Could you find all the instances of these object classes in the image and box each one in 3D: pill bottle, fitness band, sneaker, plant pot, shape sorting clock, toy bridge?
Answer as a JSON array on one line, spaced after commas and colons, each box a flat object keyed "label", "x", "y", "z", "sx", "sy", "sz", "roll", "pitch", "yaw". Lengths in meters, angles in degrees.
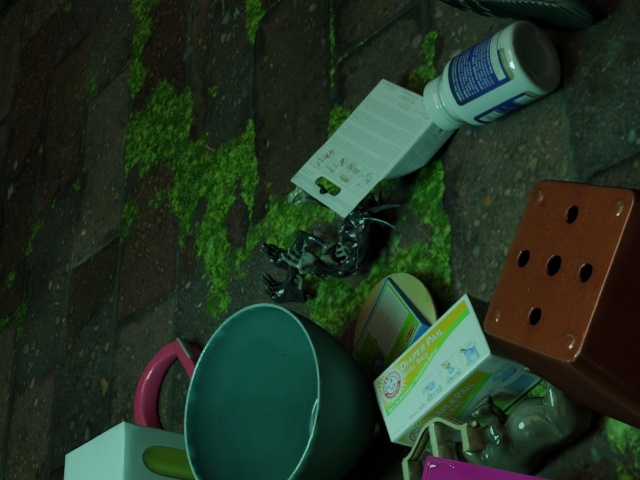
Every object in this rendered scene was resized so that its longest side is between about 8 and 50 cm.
[{"label": "pill bottle", "x": 0.243, "y": -0.230, "z": 1.617, "sx": 0.186, "sy": 0.112, "sz": 0.112, "roll": -24, "pitch": 54, "yaw": 45}, {"label": "fitness band", "x": -0.270, "y": 0.309, "z": 2.100, "sx": 0.209, "sy": 0.054, "sz": 0.291, "roll": -61, "pitch": 34, "yaw": 17}, {"label": "sneaker", "x": 0.289, "y": -0.397, "z": 1.630, "sx": 0.330, "sy": 0.122, "sz": 0.146, "roll": 34, "pitch": 103, "yaw": 54}, {"label": "plant pot", "x": 0.336, "y": 0.062, "z": 1.190, "sx": 0.267, "sy": 0.235, "sz": 0.267, "roll": 17, "pitch": 86, "yaw": 68}, {"label": "plant pot", "x": -0.033, "y": 0.252, "z": 1.630, "sx": 0.290, "sy": 0.195, "sz": 0.290, "roll": -20, "pitch": 62, "yaw": 43}, {"label": "shape sorting clock", "x": 0.112, "y": 0.151, "z": 1.662, "sx": 0.206, "sy": 0.040, "sz": 0.206, "roll": -32, "pitch": 52, "yaw": 53}, {"label": "toy bridge", "x": 0.154, "y": 0.258, "z": 1.425, "sx": 0.188, "sy": 0.026, "sz": 0.063, "roll": 131, "pitch": 137, "yaw": -56}]

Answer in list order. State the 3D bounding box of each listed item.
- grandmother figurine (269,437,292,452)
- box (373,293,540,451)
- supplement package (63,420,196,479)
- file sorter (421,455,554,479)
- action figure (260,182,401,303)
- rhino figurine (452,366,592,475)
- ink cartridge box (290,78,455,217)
[{"label": "grandmother figurine", "x": -0.055, "y": 0.451, "z": 1.688, "sx": 0.208, "sy": 0.104, "sz": 0.342, "roll": -22, "pitch": 55, "yaw": 20}, {"label": "box", "x": 0.182, "y": 0.183, "z": 1.488, "sx": 0.203, "sy": 0.114, "sz": 0.103, "roll": -48, "pitch": 39, "yaw": 30}, {"label": "supplement package", "x": -0.262, "y": 0.440, "z": 1.831, "sx": 0.198, "sy": 0.262, "sz": 0.199, "roll": -33, "pitch": 49, "yaw": 41}, {"label": "file sorter", "x": 0.256, "y": 0.373, "z": 1.229, "sx": 0.290, "sy": 0.182, "sz": 0.202, "roll": -1, "pitch": 71, "yaw": 53}, {"label": "action figure", "x": 0.000, "y": 0.000, "z": 1.811, "sx": 0.275, "sy": 0.141, "sz": 0.164, "roll": -36, "pitch": 35, "yaw": 41}, {"label": "rhino figurine", "x": 0.237, "y": 0.243, "z": 1.401, "sx": 0.106, "sy": 0.073, "sz": 0.243, "roll": 48, "pitch": 122, "yaw": 6}, {"label": "ink cartridge box", "x": 0.085, "y": -0.140, "z": 1.778, "sx": 0.232, "sy": 0.066, "sz": 0.189, "roll": -51, "pitch": 36, "yaw": -1}]
